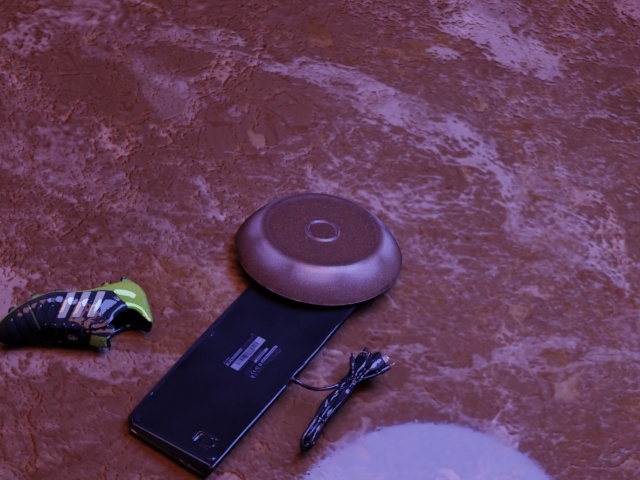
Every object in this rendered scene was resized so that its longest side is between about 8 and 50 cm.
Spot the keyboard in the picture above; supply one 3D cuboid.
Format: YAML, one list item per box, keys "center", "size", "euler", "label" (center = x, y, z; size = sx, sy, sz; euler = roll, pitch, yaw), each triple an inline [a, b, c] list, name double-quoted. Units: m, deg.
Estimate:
- center: [-0.048, 0.151, 2.215]
  size: [0.201, 0.033, 0.317]
  euler: [26, 50, 21]
  label: "keyboard"

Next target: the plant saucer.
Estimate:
- center: [0.000, 0.000, 2.330]
  size: [0.199, 0.036, 0.198]
  euler: [6, 37, -4]
  label: "plant saucer"

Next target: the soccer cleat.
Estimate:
- center: [-0.271, 0.090, 2.208]
  size: [0.179, 0.060, 0.072]
  euler: [-14, 54, -25]
  label: "soccer cleat"
